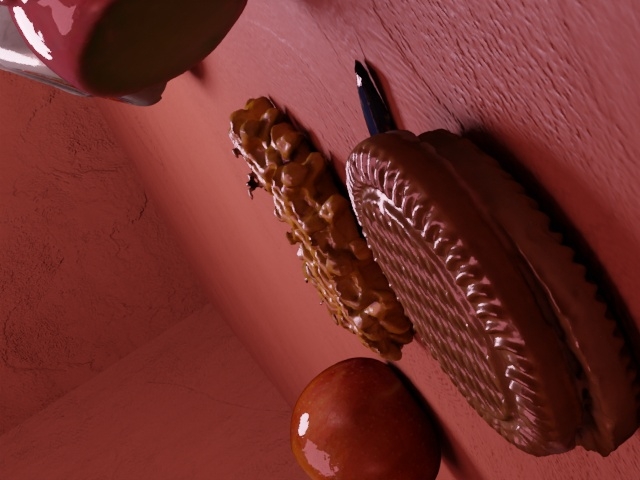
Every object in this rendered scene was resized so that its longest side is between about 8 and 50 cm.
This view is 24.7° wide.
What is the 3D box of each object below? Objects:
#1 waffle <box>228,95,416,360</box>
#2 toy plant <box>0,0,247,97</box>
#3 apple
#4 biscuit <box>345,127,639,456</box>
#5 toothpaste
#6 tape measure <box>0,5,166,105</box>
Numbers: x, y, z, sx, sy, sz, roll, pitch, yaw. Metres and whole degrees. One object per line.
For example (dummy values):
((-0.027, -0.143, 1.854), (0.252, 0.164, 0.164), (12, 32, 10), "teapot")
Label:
((0.000, 0.000, 1.494), (0.293, 0.069, 0.260), (61, 172, -32), "waffle")
((-0.201, -0.305, 1.155), (0.356, 0.211, 0.317), (58, 139, 25), "toy plant")
((0.048, 0.241, 1.773), (0.201, 0.162, 0.201), (54, 169, 15), "apple")
((0.109, 0.035, 0.957), (0.259, 0.079, 0.259), (56, 170, 15), "biscuit")
((0.040, -0.095, 1.081), (0.027, 0.019, 0.083), (-96, -13, -47), "toothpaste")
((-0.299, -0.248, 1.814), (0.246, 0.125, 0.243), (12, 180, 36), "tape measure")
